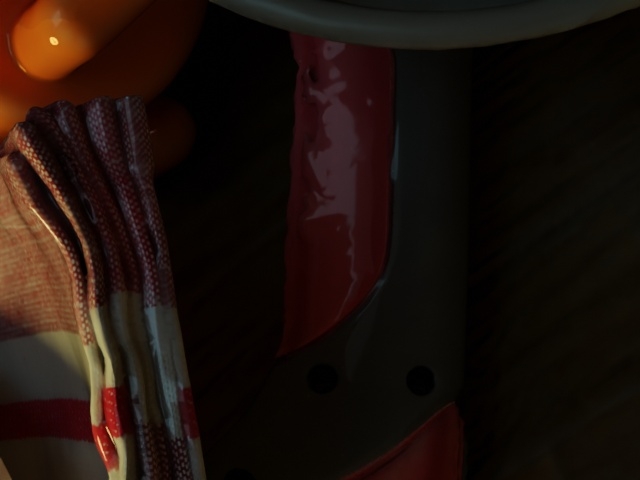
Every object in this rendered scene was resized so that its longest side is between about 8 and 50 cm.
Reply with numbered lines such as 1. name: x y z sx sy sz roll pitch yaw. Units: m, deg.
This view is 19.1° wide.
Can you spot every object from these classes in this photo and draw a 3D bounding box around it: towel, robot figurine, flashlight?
1. towel: -0.071 0.130 0.584 0.237 0.037 0.329 166 95 -72
2. robot figurine: -0.122 -0.091 0.695 0.219 0.158 0.128 -16 67 62
3. flashlight: 0.000 0.000 0.621 0.103 0.103 0.304 -4 82 36

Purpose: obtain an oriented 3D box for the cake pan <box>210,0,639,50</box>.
1. cake pan: 0.037 -0.196 0.569 0.293 0.054 0.293 -1 83 7

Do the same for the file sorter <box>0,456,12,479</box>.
1. file sorter: -0.218 0.125 0.647 0.277 0.173 0.193 -143 57 -65
